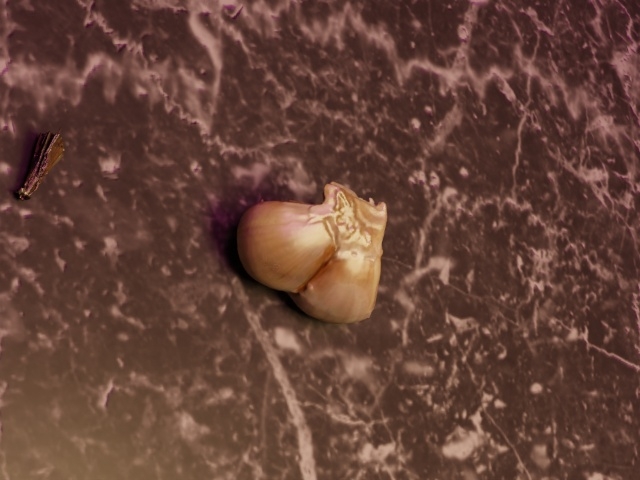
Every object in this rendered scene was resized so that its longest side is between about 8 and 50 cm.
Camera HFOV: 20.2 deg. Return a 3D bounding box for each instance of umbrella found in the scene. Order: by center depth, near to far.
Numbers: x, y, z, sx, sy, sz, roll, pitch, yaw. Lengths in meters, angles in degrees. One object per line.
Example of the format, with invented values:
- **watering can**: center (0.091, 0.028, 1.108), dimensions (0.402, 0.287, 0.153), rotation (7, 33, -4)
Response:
- **umbrella**: center (-0.247, -0.068, 1.594), dimensions (0.031, 0.020, 0.083), rotation (78, 25, -51)

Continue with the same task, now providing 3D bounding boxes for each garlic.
- **garlic**: center (-0.007, 0.009, 1.743), dimensions (0.174, 0.099, 0.124), rotation (22, 78, -31)
